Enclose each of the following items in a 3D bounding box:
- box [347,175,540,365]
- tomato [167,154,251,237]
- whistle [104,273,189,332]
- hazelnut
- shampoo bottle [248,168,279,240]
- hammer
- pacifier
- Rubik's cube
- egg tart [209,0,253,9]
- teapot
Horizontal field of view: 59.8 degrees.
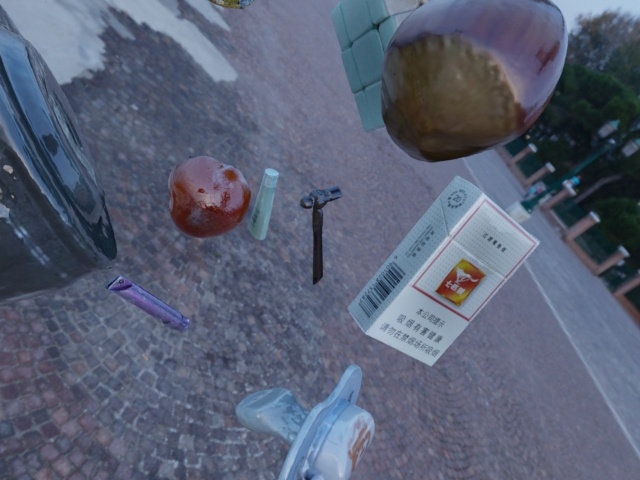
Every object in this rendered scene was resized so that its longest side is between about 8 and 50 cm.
[{"bbox_3d":[0.235,0.066,1.067,0.210,0.330,0.095,31,11,-36],"label":"box"},{"bbox_3d":[-0.269,-0.081,1.330,0.112,0.200,0.227,-91,176,-49],"label":"tomato"},{"bbox_3d":[-0.291,0.111,0.953,0.176,0.033,0.033,46,18,-42],"label":"whistle"},{"bbox_3d":[0.154,-0.191,0.619,0.186,0.210,0.210,-7,53,-27],"label":"hazelnut"},{"bbox_3d":[-0.140,-0.092,1.386,0.041,0.190,0.069,-4,43,-28],"label":"shampoo bottle"},{"bbox_3d":[0.000,0.000,0.814,0.065,0.178,0.021,-25,46,-27],"label":"hammer"},{"bbox_3d":[-0.039,0.294,0.839,0.207,0.227,0.279,24,23,18],"label":"pacifier"},{"bbox_3d":[0.246,-0.449,1.264,0.322,0.319,0.315,-165,-123,-75],"label":"Rubik's cube"},{"bbox_3d":[-0.236,-0.630,1.245,0.241,0.106,0.240,20,53,-28],"label":"egg tart"},{"bbox_3d":[-0.293,-0.036,0.382,0.239,0.240,0.321,70,-12,-20],"label":"teapot"}]
